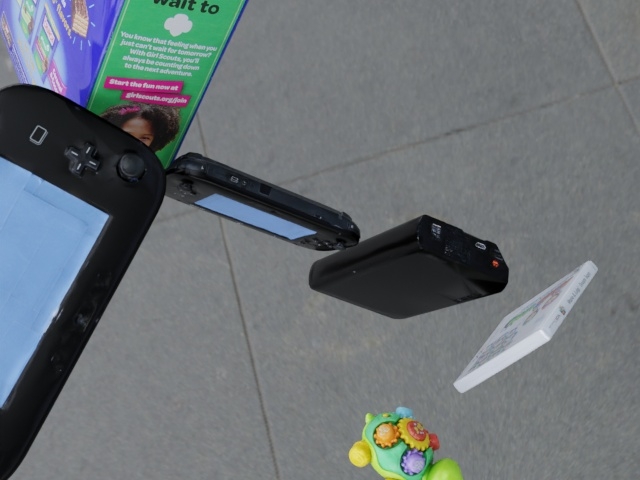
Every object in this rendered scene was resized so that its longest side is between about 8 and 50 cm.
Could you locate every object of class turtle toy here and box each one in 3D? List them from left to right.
[{"bbox_3d":[0.099,0.235,0.951,0.130,0.095,0.066,44,121,10],"label":"turtle toy"}]

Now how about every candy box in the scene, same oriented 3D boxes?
[{"bbox_3d":[-0.188,-0.252,0.811,0.122,0.317,0.268,-3,50,-36],"label":"candy box"}]

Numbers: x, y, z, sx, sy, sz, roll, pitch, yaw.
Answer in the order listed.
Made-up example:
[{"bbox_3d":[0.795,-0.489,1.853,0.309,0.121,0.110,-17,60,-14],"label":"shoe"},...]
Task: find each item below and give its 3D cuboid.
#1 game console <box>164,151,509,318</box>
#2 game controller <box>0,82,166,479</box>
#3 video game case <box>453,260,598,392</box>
[{"bbox_3d":[0.000,0.000,0.891,0.361,0.213,0.043,21,66,-24],"label":"game console"},{"bbox_3d":[-0.255,0.032,0.690,0.166,0.067,0.319,33,70,-23],"label":"game controller"},{"bbox_3d":[0.231,0.098,0.983,0.019,0.157,0.143,47,48,3],"label":"video game case"}]
